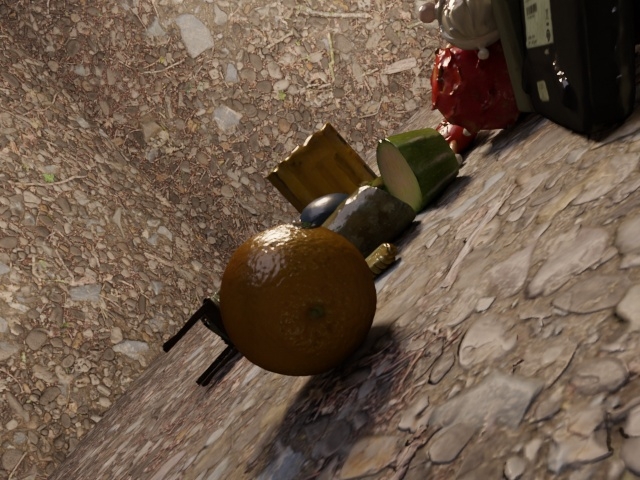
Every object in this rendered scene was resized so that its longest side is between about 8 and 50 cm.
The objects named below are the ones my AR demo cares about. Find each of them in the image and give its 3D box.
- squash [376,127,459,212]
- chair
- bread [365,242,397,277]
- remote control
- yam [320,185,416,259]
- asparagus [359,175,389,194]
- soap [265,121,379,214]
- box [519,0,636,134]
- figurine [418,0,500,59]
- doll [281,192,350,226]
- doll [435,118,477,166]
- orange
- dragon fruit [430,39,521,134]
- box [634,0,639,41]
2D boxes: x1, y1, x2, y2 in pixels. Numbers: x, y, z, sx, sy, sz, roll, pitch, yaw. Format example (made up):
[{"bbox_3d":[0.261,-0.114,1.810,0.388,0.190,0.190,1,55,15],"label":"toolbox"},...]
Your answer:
[{"bbox_3d":[0.198,-0.154,1.231,0.122,0.170,0.170,-32,6,-7],"label":"squash"},{"bbox_3d":[-0.232,0.199,1.504,0.319,0.160,0.186,-46,2,-19],"label":"chair"},{"bbox_3d":[0.102,0.041,1.069,0.088,0.033,0.049,-45,20,20],"label":"bread"},{"bbox_3d":[0.366,-0.380,1.069,0.123,0.286,0.038,-38,27,-22],"label":"remote control"},{"bbox_3d":[0.034,0.026,1.202,0.330,0.133,0.133,-46,7,3],"label":"yam"},{"bbox_3d":[0.163,-0.135,1.537,0.085,0.082,0.343,-49,6,-9],"label":"asparagus"},{"bbox_3d":[0.019,-0.182,1.849,0.259,0.281,0.143,-44,5,-19],"label":"soap"},{"bbox_3d":[0.351,-0.343,0.864,0.090,0.351,0.359,-6,15,9],"label":"box"},{"bbox_3d":[0.279,-0.447,1.133,0.145,0.181,0.257,95,-177,-54],"label":"figurine"},{"bbox_3d":[0.000,0.000,1.351,0.258,0.154,0.228,-24,-27,22],"label":"doll"},{"bbox_3d":[0.306,-0.234,1.391,0.217,0.085,0.183,-55,15,-28],"label":"doll"},{"bbox_3d":[-0.032,0.081,0.839,0.236,0.236,0.236,-42,7,6],"label":"orange"},{"bbox_3d":[0.352,-0.323,1.237,0.267,0.206,0.210,-5,11,-26],"label":"dragon fruit"},{"bbox_3d":[0.542,-0.494,1.030,0.239,0.229,0.339,-43,7,-1],"label":"box"}]
